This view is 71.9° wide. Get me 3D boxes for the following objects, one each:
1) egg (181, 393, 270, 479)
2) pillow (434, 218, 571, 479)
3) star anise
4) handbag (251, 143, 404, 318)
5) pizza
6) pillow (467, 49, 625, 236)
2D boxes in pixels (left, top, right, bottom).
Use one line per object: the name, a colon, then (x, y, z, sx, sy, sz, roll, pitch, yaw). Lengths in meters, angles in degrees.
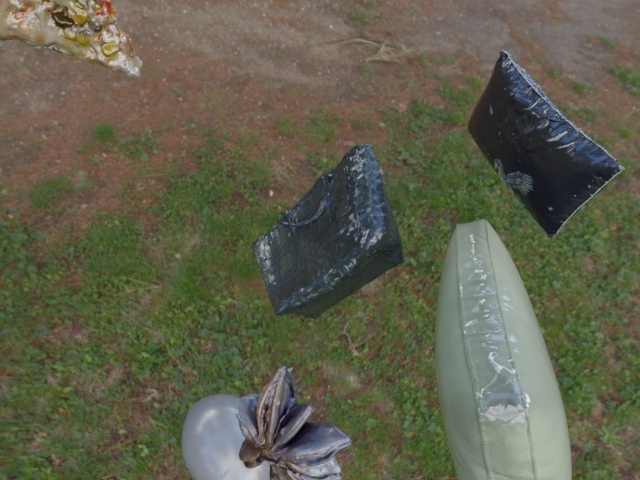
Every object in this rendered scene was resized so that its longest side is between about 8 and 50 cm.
egg: (-0.194, 0.439, 0.935, 0.176, 0.176, 0.232, -24, 51, -24)
pillow: (0.198, 0.149, 0.504, 0.120, 0.255, 0.322, -9, 26, 20)
star anise: (-0.053, 0.308, 0.701, 0.229, 0.236, 0.093, -3, 21, 29)
handbag: (0.000, 0.000, 0.637, 0.089, 0.270, 0.175, 14, 46, -47)
pizza: (-0.323, -0.285, 0.593, 0.185, 0.195, 0.052, -38, 48, 13)
pillow: (0.261, -0.119, 0.553, 0.055, 0.141, 0.208, -18, 62, -14)
